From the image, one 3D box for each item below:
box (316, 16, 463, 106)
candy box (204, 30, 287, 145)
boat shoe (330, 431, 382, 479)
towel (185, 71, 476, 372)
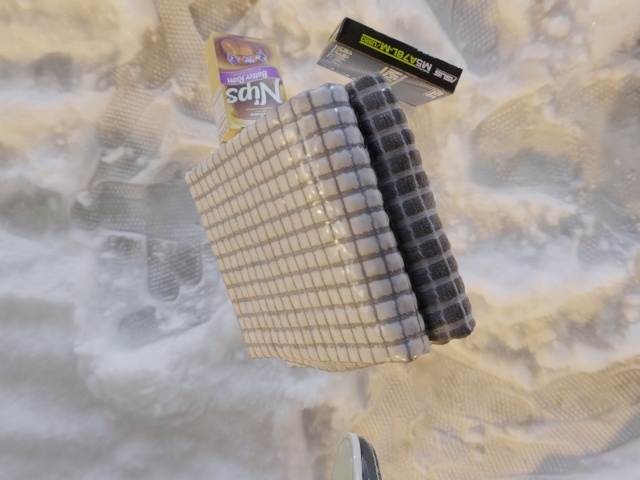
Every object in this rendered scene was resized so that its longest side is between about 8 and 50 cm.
[{"bbox_3d":[0.096,-0.262,0.967,0.184,0.191,0.045,23,92,-10],"label":"box"},{"bbox_3d":[-0.113,-0.235,1.009,0.109,0.053,0.186,-1,66,-28],"label":"candy box"},{"bbox_3d":[0.080,0.425,0.837,0.113,0.127,0.340,7,51,-15],"label":"boat shoe"},{"bbox_3d":[0.000,0.000,0.615,0.121,0.284,0.235,-20,91,-31],"label":"towel"}]
